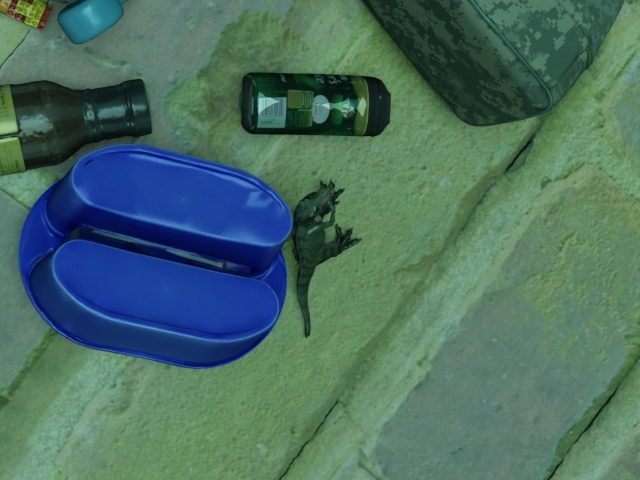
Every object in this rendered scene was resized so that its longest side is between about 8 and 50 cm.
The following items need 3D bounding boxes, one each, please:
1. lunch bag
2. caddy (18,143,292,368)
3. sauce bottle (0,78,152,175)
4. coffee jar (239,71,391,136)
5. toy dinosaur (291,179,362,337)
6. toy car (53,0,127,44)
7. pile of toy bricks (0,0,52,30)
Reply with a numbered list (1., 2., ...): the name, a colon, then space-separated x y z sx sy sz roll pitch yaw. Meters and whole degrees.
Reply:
1. lunch bag: 0.226 -0.327 1.533 0.305 0.213 0.256 47 69 -18
2. caddy: -0.195 0.023 1.500 0.341 0.179 0.241 14 71 -15
3. sauce bottle: -0.376 -0.131 1.462 0.345 0.111 0.111 -9 100 -13
4. coffee jar: -0.006 -0.173 1.555 0.184 0.096 0.079 0 101 -15
5. toy dinosaur: 0.000 0.000 1.574 0.064 0.268 0.118 23 52 19
6. toy car: -0.231 -0.386 1.376 0.238 0.210 0.219 -26 114 18
7. pile of toy bricks: -0.409 -0.329 1.427 0.212 0.105 0.118 22 92 -16
